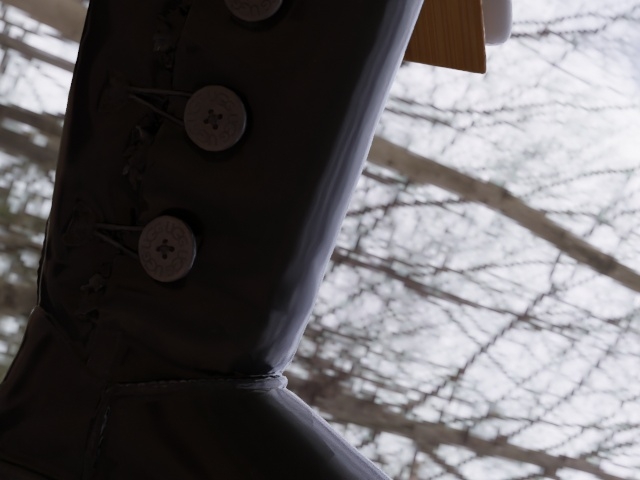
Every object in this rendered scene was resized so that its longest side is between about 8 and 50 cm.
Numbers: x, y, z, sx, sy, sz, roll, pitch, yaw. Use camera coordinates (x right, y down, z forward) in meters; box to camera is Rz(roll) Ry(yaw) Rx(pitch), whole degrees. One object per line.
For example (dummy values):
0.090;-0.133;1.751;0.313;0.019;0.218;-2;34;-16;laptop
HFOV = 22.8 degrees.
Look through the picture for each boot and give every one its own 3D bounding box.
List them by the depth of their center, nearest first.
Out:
-0.002;-0.001;0.975;0.367;0.146;0.445;17;-93;11;boot

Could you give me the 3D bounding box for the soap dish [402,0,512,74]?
0.035;-0.274;1.171;0.229;0.118;0.290;-148;-132;-63;soap dish
